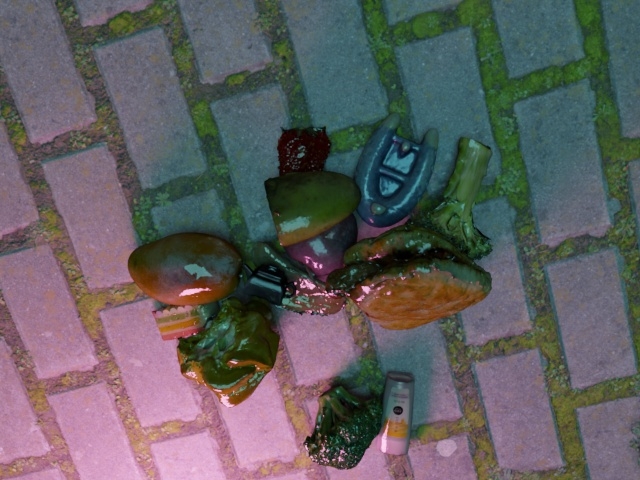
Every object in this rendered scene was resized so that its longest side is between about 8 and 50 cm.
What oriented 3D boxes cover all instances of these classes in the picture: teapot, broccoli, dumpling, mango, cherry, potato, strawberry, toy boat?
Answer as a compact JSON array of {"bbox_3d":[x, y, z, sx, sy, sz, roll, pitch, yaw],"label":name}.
[{"bbox_3d":[-0.151,0.115,1.418,0.177,0.087,0.096,21,112,1],"label":"teapot"},{"bbox_3d":[0.067,0.591,1.533,0.269,0.261,0.242,-40,69,49],"label":"broccoli"},{"bbox_3d":[-0.085,0.135,1.505,0.332,0.086,0.166,36,118,-6],"label":"dumpling"},{"bbox_3d":[-0.416,0.083,1.461,0.384,0.199,0.221,6,107,15],"label":"mango"},{"bbox_3d":[0.371,-0.117,1.384,0.252,0.221,0.361,-2,91,-4],"label":"broccoli"},{"bbox_3d":[0.000,0.000,1.425,0.213,0.183,0.266,34,80,-11],"label":"cherry"},{"bbox_3d":[-0.017,-0.132,1.346,0.255,0.269,0.112,-16,130,-1],"label":"potato"},{"bbox_3d":[-0.048,-0.234,1.428,0.167,0.087,0.208,-4,103,2],"label":"strawberry"},{"bbox_3d":[0.206,-0.193,1.390,0.215,0.123,0.330,27,100,6],"label":"toy boat"}]

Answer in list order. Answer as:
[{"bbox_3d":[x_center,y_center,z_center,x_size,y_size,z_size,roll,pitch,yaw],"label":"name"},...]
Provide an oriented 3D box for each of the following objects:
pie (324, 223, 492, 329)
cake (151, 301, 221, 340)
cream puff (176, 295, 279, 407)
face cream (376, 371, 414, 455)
[{"bbox_3d":[0.265,0.122,1.344,0.395,0.180,0.418,-22,142,34],"label":"pie"},{"bbox_3d":[-0.433,0.252,1.546,0.225,0.090,0.109,-20,103,7],"label":"cake"},{"bbox_3d":[-0.246,0.351,1.451,0.323,0.274,0.270,-43,56,3],"label":"cream puff"},{"bbox_3d":[0.249,0.567,1.582,0.107,0.073,0.269,8,103,12],"label":"face cream"}]
